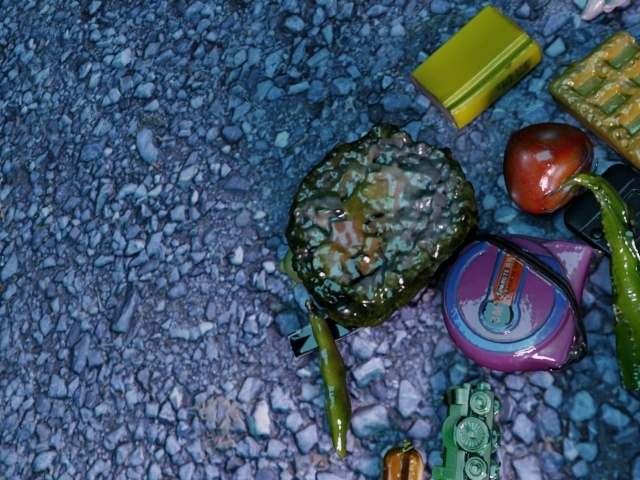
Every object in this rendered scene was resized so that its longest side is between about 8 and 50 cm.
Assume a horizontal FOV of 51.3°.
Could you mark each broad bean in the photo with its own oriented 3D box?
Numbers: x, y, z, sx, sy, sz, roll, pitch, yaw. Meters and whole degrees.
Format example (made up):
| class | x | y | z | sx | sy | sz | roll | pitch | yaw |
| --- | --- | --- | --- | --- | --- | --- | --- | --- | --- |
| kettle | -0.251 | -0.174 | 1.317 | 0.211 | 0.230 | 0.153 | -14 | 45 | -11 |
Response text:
| class | x | y | z | sx | sy | sz | roll | pitch | yaw |
| --- | --- | --- | --- | --- | --- | --- | --- | --- | --- |
| broad bean | 0.023 | 0.252 | 1.235 | 0.043 | 0.060 | 0.297 | -18 | 80 | 42 |

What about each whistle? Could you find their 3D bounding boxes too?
| class | x | y | z | sx | sy | sz | roll | pitch | yaw |
| --- | --- | --- | --- | --- | --- | --- | --- | --- | --- |
| whistle | 0.000 | 0.000 | 1.351 | 0.105 | 0.085 | 0.227 | 33 | 89 | 32 |

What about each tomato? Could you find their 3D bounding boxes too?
| class | x | y | z | sx | sy | sz | roll | pitch | yaw |
| --- | --- | --- | --- | --- | --- | --- | --- | --- | --- |
| tomato | 0.392 | -0.136 | 1.165 | 0.167 | 0.167 | 0.167 | -10 | 67 | 24 |

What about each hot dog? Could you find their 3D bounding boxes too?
| class | x | y | z | sx | sy | sz | roll | pitch | yaw |
| --- | --- | --- | --- | --- | --- | --- | --- | --- | --- |
| hot dog | 0.139 | 0.436 | 1.134 | 0.072 | 0.055 | 0.188 | -1 | 70 | 23 |

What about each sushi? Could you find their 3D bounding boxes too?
| class | x | y | z | sx | sy | sz | roll | pitch | yaw |
| --- | --- | --- | --- | --- | --- | --- | --- | --- | --- |
| sushi | 0.098 | -0.031 | 1.206 | 0.352 | 0.178 | 0.294 | -41 | 71 | -6 |

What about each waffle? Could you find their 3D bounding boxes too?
| class | x | y | z | sx | sy | sz | roll | pitch | yaw |
| --- | --- | --- | --- | --- | --- | --- | --- | --- | --- |
| waffle | 0.556 | -0.240 | 1.178 | 0.168 | 0.057 | 0.274 | -41 | 58 | 8 |

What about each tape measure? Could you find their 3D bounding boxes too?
| class | x | y | z | sx | sy | sz | roll | pitch | yaw |
| --- | --- | --- | --- | --- | --- | --- | --- | --- | --- |
| tape measure | 0.329 | 0.107 | 1.116 | 0.245 | 0.149 | 0.231 | 14 | 75 | 23 |

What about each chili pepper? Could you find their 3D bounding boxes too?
| class | x | y | z | sx | sy | sz | roll | pitch | yaw |
| --- | --- | --- | --- | --- | --- | --- | --- | --- | --- |
| chili pepper | 0.461 | 0.063 | 1.025 | 0.085 | 0.076 | 0.359 | -14 | 95 | 48 |

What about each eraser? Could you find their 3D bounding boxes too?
| class | x | y | z | sx | sy | sz | roll | pitch | yaw |
| --- | --- | --- | --- | --- | --- | --- | --- | --- | --- |
| eraser | 0.310 | -0.349 | 1.337 | 0.226 | 0.069 | 0.158 | -41 | 56 | 8 |

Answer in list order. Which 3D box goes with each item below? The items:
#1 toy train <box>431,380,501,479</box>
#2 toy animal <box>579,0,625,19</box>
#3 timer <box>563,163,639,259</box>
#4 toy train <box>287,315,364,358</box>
| class | x | y | z | sx | sy | sz | roll | pitch | yaw |
| --- | --- | --- | --- | --- | --- | --- | --- | --- | --- |
| toy train | 0.247 | 0.324 | 1.116 | 0.104 | 0.071 | 0.178 | -5 | 70 | 37 |
| toy animal | 0.582 | -0.518 | 1.256 | 0.104 | 0.131 | 0.221 | 38 | 117 | 59 |
| timer | 0.524 | -0.028 | 1.119 | 0.144 | 0.055 | 0.187 | -45 | 54 | 3 |
| toy train | 0.060 | 0.157 | 1.287 | 0.252 | 0.048 | 0.055 | -25 | 66 | 10 |
